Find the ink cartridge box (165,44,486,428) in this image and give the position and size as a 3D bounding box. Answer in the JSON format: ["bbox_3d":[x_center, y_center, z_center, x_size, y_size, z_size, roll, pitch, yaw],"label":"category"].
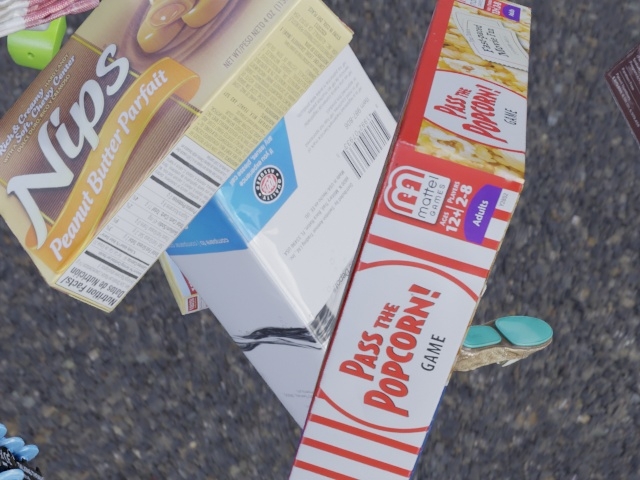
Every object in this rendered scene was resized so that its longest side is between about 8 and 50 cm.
[{"bbox_3d":[0.000,0.000,1.407,0.166,0.395,0.285,-6,36,46],"label":"ink cartridge box"}]

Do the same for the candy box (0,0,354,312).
[{"bbox_3d":[-0.144,-0.118,0.996,0.316,0.087,0.183,-48,53,6],"label":"candy box"}]

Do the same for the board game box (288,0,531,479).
[{"bbox_3d":[0.041,-0.007,0.474,0.045,0.147,0.193,18,28,2],"label":"board game box"}]

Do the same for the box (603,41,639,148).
[{"bbox_3d":[0.490,-0.185,1.401,0.168,0.203,0.167,5,55,-38],"label":"box"}]

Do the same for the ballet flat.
[{"bbox_3d":[0.258,0.157,1.736,0.206,0.067,0.073,-1,41,-35],"label":"ballet flat"}]

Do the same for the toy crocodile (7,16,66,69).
[{"bbox_3d":[-0.330,-0.377,1.450,0.115,0.105,0.341,0,73,1],"label":"toy crocodile"}]

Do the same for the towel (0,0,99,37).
[{"bbox_3d":[-0.336,-0.126,0.734,0.329,0.037,0.237,-28,27,-36],"label":"towel"}]

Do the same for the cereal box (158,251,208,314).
[{"bbox_3d":[-0.112,0.000,1.659,0.240,0.047,0.173,-15,53,-18],"label":"cereal box"}]

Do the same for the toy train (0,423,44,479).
[{"bbox_3d":[-0.348,0.254,1.212,0.105,0.184,0.080,-28,67,-4],"label":"toy train"}]

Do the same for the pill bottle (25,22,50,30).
[{"bbox_3d":[-0.351,-0.242,1.023,0.221,0.121,0.121,3,66,-4],"label":"pill bottle"}]
